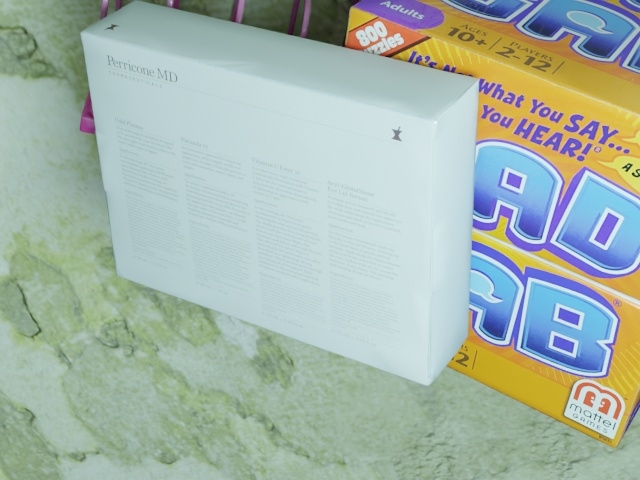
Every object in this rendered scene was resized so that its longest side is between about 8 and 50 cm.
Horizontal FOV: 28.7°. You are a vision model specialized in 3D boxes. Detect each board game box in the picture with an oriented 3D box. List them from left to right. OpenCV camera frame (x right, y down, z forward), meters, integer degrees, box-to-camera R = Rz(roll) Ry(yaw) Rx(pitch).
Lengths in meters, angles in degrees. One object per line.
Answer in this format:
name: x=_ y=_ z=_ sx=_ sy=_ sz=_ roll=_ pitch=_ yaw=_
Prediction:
board game box: x=0.245 y=-0.089 z=1.280 sx=0.356 sy=0.356 sz=0.356 roll=25 pitch=132 yaw=20

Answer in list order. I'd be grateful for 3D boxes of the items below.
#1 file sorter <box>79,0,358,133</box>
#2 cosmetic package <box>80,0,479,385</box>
file sorter: x=-0.095 y=-0.220 z=1.360 sx=0.290 sy=0.202 sz=0.182 roll=9 pitch=125 yaw=-7
cosmetic package: x=-0.040 y=-0.051 z=1.193 sx=0.377 sy=0.097 sz=0.284 roll=18 pitch=131 yaw=26
